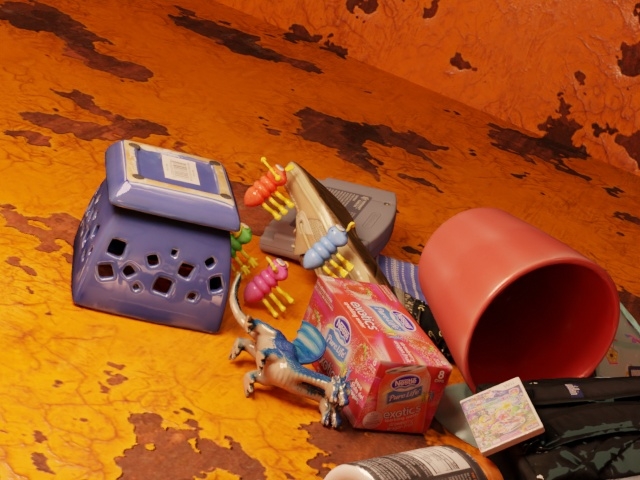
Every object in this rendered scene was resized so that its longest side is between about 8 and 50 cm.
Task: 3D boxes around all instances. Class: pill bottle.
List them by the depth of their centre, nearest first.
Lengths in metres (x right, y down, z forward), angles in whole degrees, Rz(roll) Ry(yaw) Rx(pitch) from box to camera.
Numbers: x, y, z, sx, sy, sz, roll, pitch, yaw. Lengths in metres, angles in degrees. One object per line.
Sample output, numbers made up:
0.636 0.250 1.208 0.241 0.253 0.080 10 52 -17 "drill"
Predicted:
0.123 0.326 1.668 0.246 0.130 0.130 -2 30 -43 "pill bottle"

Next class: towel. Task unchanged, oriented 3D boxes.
0.218 0.106 2.414 0.336 0.040 0.243 15 22 -11 "towel"

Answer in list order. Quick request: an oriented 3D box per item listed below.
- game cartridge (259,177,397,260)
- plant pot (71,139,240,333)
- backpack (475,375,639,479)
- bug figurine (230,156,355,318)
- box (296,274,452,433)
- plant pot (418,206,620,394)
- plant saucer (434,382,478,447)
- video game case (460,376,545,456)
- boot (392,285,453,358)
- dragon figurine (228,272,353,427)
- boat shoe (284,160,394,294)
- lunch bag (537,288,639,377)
0.030 -0.030 2.475 0.198 0.062 0.297 18 28 13 "game cartridge"
-0.248 -0.017 2.070 0.236 0.212 0.236 12 23 -16 "plant pot"
0.428 0.304 1.847 0.355 0.273 0.290 -16 25 -7 "backpack"
-0.074 -0.004 2.199 0.279 0.216 0.072 45 2 41 "bug figurine"
0.076 0.168 2.019 0.128 0.122 0.257 9 23 -27 "box"
0.287 0.088 2.081 0.275 0.275 0.243 8 25 -29 "plant pot"
0.264 0.266 2.068 0.195 0.037 0.195 18 22 -7 "plant saucer"
0.238 0.231 1.764 0.087 0.011 0.122 -24 27 4 "video game case"
0.191 0.166 2.184 0.178 0.085 0.236 19 23 -9 "boot"
-0.049 0.166 1.963 0.144 0.085 0.289 10 27 -28 "dragon figurine"
0.000 0.000 2.271 0.121 0.110 0.341 35 19 -48 "boat shoe"
0.459 0.213 2.208 0.223 0.160 0.262 9 35 -39 "lunch bag"
